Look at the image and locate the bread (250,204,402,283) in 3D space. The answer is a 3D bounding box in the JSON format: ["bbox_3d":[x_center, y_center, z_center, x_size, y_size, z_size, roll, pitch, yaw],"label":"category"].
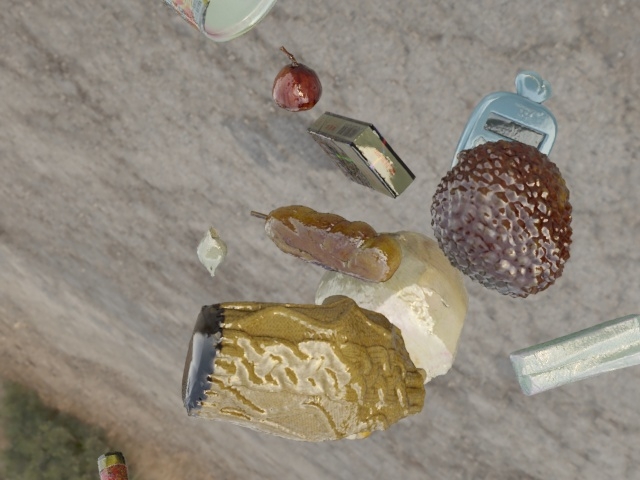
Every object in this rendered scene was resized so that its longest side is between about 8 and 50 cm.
[{"bbox_3d":[0.001,-0.001,1.751,0.344,0.084,0.124,19,107,21],"label":"bread"}]

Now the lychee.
[{"bbox_3d":[0.298,-0.036,1.408,0.236,0.236,0.271,110,144,-65],"label":"lychee"}]

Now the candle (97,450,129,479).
[{"bbox_3d":[-0.353,0.433,1.497,0.052,0.052,0.130,72,175,-50],"label":"candle"}]

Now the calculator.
[{"bbox_3d":[0.358,-0.183,1.681,0.188,0.302,0.042,19,-166,-19],"label":"calculator"}]

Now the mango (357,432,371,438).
[{"bbox_3d":[0.060,0.418,2.166,0.109,0.157,0.262,22,163,34],"label":"mango"}]

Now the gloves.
[{"bbox_3d":[-0.003,0.167,1.072,0.356,0.203,0.155,6,-165,-38],"label":"gloves"}]

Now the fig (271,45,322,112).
[{"bbox_3d":[-0.057,-0.381,2.088,0.128,0.150,0.128,1,172,0],"label":"fig"}]

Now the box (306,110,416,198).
[{"bbox_3d":[0.101,-0.229,2.259,0.198,0.084,0.310,47,174,-25],"label":"box"}]

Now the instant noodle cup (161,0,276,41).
[{"bbox_3d":[-0.195,-0.504,1.569,0.200,0.264,0.264,47,158,15],"label":"instant noodle cup"}]

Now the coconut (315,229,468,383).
[{"bbox_3d":[0.171,0.145,2.163,0.405,0.404,0.404,32,155,17],"label":"coconut"}]

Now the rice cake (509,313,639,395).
[{"bbox_3d":[0.416,0.185,1.381,0.042,0.222,0.080,-133,27,-82],"label":"rice cake"}]

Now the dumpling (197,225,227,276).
[{"bbox_3d":[-0.187,0.016,1.480,0.076,0.052,0.057,55,177,-16],"label":"dumpling"}]
